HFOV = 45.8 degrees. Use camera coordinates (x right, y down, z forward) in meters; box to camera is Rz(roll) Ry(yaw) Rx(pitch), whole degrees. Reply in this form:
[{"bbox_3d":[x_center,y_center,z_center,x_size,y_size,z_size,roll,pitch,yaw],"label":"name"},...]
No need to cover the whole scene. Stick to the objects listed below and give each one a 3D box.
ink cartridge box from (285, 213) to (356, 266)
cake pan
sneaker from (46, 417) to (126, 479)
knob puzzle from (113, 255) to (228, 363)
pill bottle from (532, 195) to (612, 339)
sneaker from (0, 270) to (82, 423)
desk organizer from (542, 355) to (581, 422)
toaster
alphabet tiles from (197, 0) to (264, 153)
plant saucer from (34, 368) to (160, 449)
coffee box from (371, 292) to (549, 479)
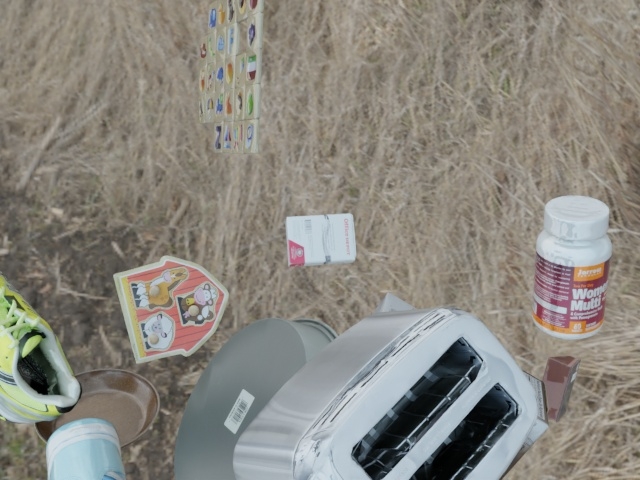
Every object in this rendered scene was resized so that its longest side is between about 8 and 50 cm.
[{"bbox_3d":[0.000,0.000,1.720,0.150,0.063,0.109,-3,80,-6],"label":"ink cartridge box"},{"bbox_3d":[-0.083,0.220,0.938,0.293,0.054,0.293,-34,38,32],"label":"cake pan"},{"bbox_3d":[-0.319,0.427,1.054,0.208,0.127,0.319,-124,31,-48],"label":"sneaker"},{"bbox_3d":[-0.261,0.121,1.388,0.030,0.213,0.213,-166,88,-72],"label":"knob puzzle"},{"bbox_3d":[0.422,0.045,1.274,0.121,0.121,0.221,17,125,36],"label":"pill bottle"},{"bbox_3d":[-0.476,0.106,1.105,0.147,0.385,0.145,-9,33,35],"label":"sneaker"},{"bbox_3d":[0.468,0.288,1.502,0.050,0.047,0.130,23,116,33],"label":"desk organizer"},{"bbox_3d":[0.052,0.132,0.543,0.129,0.227,0.146,53,157,-5],"label":"toaster"},{"bbox_3d":[-0.119,-0.210,0.963,0.237,0.009,0.198,-165,76,-64],"label":"alphabet tiles"},{"bbox_3d":[-0.363,0.287,1.244,0.198,0.198,0.036,28,128,35],"label":"plant saucer"},{"bbox_3d":[0.153,0.199,0.992,0.246,0.098,0.141,31,117,-3],"label":"coffee box"}]
